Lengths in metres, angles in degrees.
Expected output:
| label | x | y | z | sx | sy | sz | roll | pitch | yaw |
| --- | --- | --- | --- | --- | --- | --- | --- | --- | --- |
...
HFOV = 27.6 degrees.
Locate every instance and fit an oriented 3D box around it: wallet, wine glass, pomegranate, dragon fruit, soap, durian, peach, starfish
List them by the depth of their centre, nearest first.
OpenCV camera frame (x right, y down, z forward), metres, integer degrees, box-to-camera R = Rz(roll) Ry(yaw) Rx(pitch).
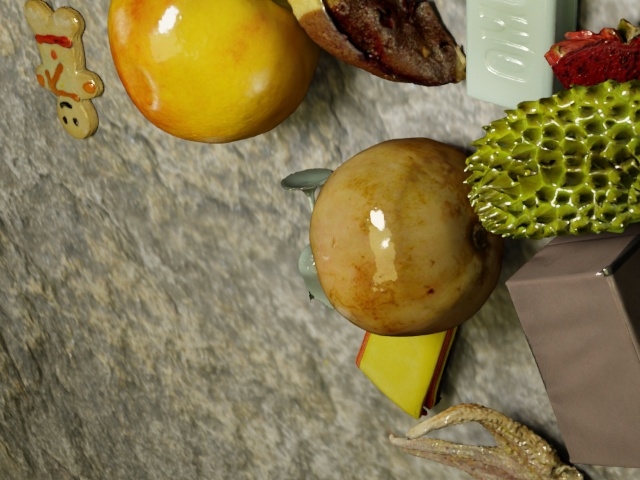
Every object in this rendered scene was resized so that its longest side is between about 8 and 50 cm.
| label | x | y | z | sx | sy | sz | roll | pitch | yaw |
| --- | --- | --- | --- | --- | --- | --- | --- | --- | --- |
| durian | 0.304 | -0.083 | 1.401 | 0.355 | 0.169 | 0.157 | -7 | 86 | 32 |
| dragon fruit | 0.313 | -0.188 | 1.416 | 0.106 | 0.083 | 0.162 | -38 | 124 | 14 |
| soap | 0.226 | -0.250 | 1.471 | 0.119 | 0.066 | 0.198 | 22 | 130 | 36 |
| pomegranate | 0.094 | 0.002 | 1.639 | 0.270 | 0.229 | 0.252 | -11 | 99 | 45 |
| peach | -0.142 | -0.255 | 1.674 | 0.289 | 0.289 | 0.308 | 55 | 135 | 2 |
| starfish | 0.270 | 0.368 | 1.791 | 0.398 | 0.132 | 0.384 | 46 | 142 | -8 |
| wallet | 0.129 | 0.117 | 1.821 | 0.141 | 0.067 | 0.241 | 36 | 132 | 29 |
| wine glass | 0.000 | 0.000 | 1.854 | 0.079 | 0.079 | 0.195 | 8 | 120 | 42 |

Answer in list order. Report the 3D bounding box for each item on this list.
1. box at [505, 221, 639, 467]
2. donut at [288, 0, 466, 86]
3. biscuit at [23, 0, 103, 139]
| label | x | y | z | sx | sy | sz | roll | pitch | yaw |
| --- | --- | --- | --- | --- | --- | --- | --- | --- | --- |
| box | 0.351 | 0.109 | 1.492 | 0.153 | 0.188 | 0.252 | -7 | 112 | 47 |
| donut | 0.039 | -0.281 | 1.564 | 0.295 | 0.151 | 0.112 | 57 | 151 | -12 |
| biscuit | -0.415 | -0.274 | 2.127 | 0.153 | 0.030 | 0.234 | 19 | 127 | 38 |
